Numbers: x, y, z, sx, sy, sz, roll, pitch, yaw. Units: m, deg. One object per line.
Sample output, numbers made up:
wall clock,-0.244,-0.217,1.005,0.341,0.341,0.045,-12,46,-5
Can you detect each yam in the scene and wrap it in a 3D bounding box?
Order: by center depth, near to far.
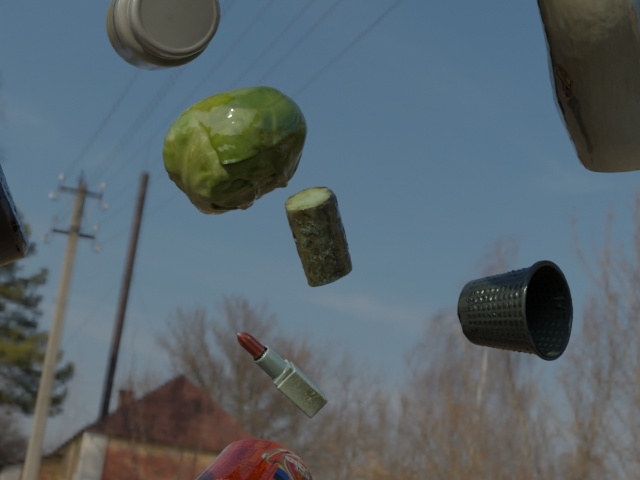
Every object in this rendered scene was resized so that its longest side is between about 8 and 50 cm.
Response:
yam,0.000,0.000,2.070,0.107,0.107,0.194,-1,-61,26

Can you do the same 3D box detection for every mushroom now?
mushroom,0.322,-0.258,1.286,0.126,0.177,0.397,-24,-50,3

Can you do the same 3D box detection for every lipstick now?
lipstick,-0.047,0.143,1.180,0.129,0.030,0.030,45,1,-19

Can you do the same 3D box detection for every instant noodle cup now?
instant noodle cup,-0.127,0.468,1.820,0.250,0.250,0.192,3,20,15

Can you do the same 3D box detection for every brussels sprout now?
brussels sprout,-0.178,-0.186,2.207,0.328,0.247,0.328,-20,-17,-6

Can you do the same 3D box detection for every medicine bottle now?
medicine bottle,-0.333,-0.469,2.248,0.208,0.208,0.340,12,3,-19

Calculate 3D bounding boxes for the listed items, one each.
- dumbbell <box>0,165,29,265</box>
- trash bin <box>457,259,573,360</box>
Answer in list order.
dumbbell,-0.559,-0.020,1.357,0.322,0.203,0.204,-21,-11,-12
trash bin,0.338,0.127,1.881,0.161,0.175,0.175,-7,-21,42
